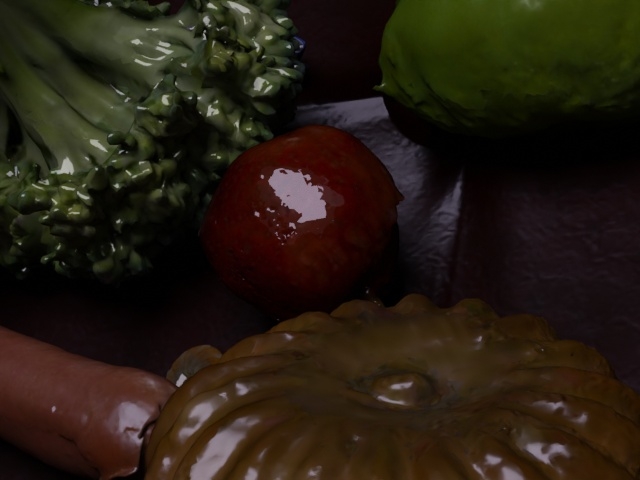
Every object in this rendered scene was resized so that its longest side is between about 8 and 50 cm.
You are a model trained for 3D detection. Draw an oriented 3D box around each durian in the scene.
[{"bbox_3d":[0.205,-0.189,1.317,0.339,0.204,0.256,-43,32,-4],"label":"durian"}]

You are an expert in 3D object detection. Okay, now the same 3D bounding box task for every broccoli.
[{"bbox_3d":[-0.213,-0.105,1.378,0.338,0.317,0.277,-25,40,58],"label":"broccoli"}]

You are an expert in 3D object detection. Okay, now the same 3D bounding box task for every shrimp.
[{"bbox_3d":[-0.088,0.122,1.279,0.059,0.023,0.108,-28,44,13],"label":"shrimp"}]

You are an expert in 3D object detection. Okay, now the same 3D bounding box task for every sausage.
[{"bbox_3d":[-0.263,0.096,1.329,0.419,0.094,0.094,18,69,34],"label":"sausage"}]

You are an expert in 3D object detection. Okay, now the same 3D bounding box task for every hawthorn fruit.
[{"bbox_3d":[0.000,0.000,1.267,0.148,0.148,0.172,-36,53,-9],"label":"hawthorn fruit"}]

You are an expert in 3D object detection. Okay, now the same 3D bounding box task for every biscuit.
[{"bbox_3d":[0.049,0.123,1.073,0.325,0.107,0.326,-5,24,2],"label":"biscuit"}]

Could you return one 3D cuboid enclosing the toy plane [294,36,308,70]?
[{"bbox_3d":[-0.079,-0.166,1.509,0.167,0.062,0.054,2,51,39],"label":"toy plane"}]
